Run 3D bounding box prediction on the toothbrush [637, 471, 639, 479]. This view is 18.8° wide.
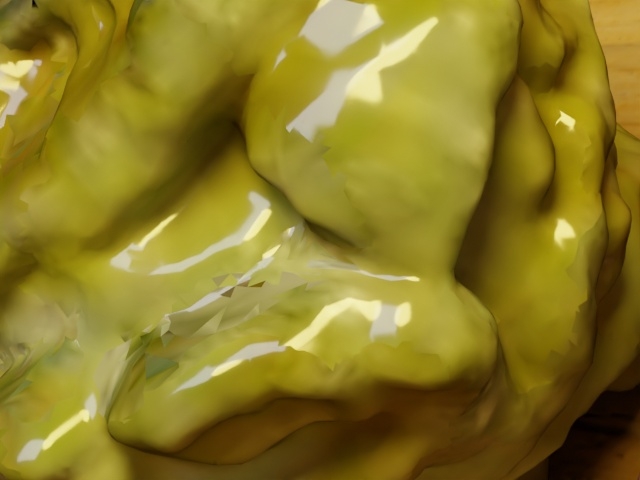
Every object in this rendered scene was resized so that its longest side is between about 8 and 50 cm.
[{"bbox_3d":[0.112,0.122,0.703,0.025,0.020,0.286,6,63,38],"label":"toothbrush"}]

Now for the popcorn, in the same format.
[{"bbox_3d":[-0.014,0.001,0.708,0.312,0.312,0.312,-27,42,27],"label":"popcorn"}]
